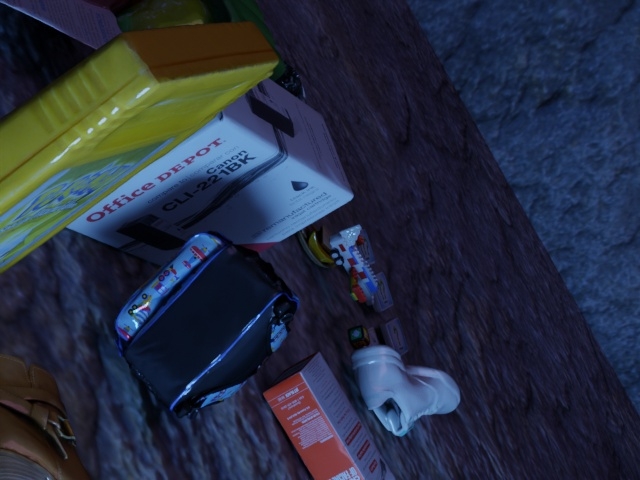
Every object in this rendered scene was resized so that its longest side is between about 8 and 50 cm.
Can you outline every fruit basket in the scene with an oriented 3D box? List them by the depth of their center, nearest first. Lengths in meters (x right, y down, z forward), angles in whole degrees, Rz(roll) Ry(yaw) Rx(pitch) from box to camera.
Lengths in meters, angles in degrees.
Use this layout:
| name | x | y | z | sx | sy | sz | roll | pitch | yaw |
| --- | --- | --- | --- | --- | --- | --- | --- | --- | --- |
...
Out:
| name | x | y | z | sx | sy | sz | roll | pitch | yaw |
| --- | --- | --- | --- | --- | --- | --- | --- | --- | --- |
| fruit basket | -0.223 | -0.259 | 1.652 | 0.353 | 0.165 | 0.327 | 19 | 32 | -34 |

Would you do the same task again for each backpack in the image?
| name | x | y | z | sx | sy | sz | roll | pitch | yaw |
| --- | --- | --- | --- | --- | --- | --- | --- | --- | --- |
| backpack | -0.097 | 0.077 | 1.412 | 0.117 | 0.158 | 0.173 | 44 | 2 | 9 |

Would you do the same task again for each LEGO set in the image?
| name | x | y | z | sx | sy | sz | roll | pitch | yaw |
| --- | --- | --- | --- | --- | --- | --- | --- | --- | --- |
| LEGO set | 0.072 | 0.070 | 1.996 | 0.244 | 0.060 | 0.182 | -12 | 84 | -74 |

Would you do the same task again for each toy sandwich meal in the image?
| name | x | y | z | sx | sy | sz | roll | pitch | yaw |
| --- | --- | --- | --- | --- | --- | --- | --- | --- | --- |
| toy sandwich meal | 0.000 | 0.000 | 1.998 | 0.085 | 0.029 | 0.085 | 51 | 19 | -26 |

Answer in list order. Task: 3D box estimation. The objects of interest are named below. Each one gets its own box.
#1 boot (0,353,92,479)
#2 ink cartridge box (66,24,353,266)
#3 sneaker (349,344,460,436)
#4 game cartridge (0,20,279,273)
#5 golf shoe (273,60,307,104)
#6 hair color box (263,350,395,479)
| name | x | y | z | sx | sy | sz | roll | pitch | yaw |
| --- | --- | --- | --- | --- | --- | --- | --- | --- | --- |
| boot | -0.190 | 0.170 | 1.136 | 0.197 | 0.073 | 0.152 | 45 | 19 | -47 |
| ink cartridge box | -0.122 | -0.075 | 1.500 | 0.273 | 0.197 | 0.114 | 28 | 36 | -59 |
| sneaker | 0.107 | 0.203 | 1.925 | 0.212 | 0.080 | 0.094 | 27 | 48 | -49 |
| game cartridge | -0.191 | -0.038 | 1.040 | 0.052 | 0.324 | 0.285 | 58 | 18 | 0 |
| golf shoe | -0.041 | -0.149 | 2.077 | 0.094 | 0.077 | 0.198 | 59 | 14 | -59 |
| hair color box | 0.011 | 0.212 | 1.654 | 0.167 | 0.053 | 0.093 | 58 | 16 | -2 |
